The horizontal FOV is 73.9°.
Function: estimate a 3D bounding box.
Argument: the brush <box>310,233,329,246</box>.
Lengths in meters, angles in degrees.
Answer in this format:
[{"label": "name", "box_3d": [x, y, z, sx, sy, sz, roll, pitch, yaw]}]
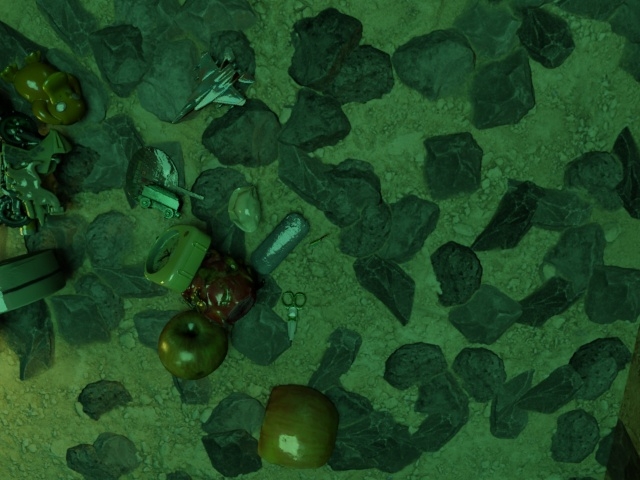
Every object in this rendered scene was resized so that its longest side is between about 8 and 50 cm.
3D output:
[{"label": "brush", "box_3d": [0.000, 0.000, 1.648, 0.083, 0.019, 0.021, -29, 111, 9]}]

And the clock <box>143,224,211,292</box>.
[{"label": "clock", "box_3d": [-0.548, 0.056, 1.565, 0.096, 0.307, 0.235, 37, 68, -41]}]

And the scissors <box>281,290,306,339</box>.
[{"label": "scissors", "box_3d": [-0.115, 0.307, 1.724, 0.100, 0.027, 0.205, 7, 102, 2]}]

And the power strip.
[{"label": "power strip", "box_3d": [-1.147, 0.161, 1.560, 0.356, 0.357, 0.162, -13, 102, 5]}]

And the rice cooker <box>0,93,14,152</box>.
[{"label": "rice cooker", "box_3d": [-1.246, -0.424, 1.476, 0.316, 0.265, 0.317, 3, 137, 2]}]

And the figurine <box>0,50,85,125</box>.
[{"label": "figurine", "box_3d": [-0.952, -0.523, 1.493, 0.228, 0.215, 0.215, 27, 104, 11]}]

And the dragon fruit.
[{"label": "dragon fruit", "box_3d": [-0.383, 0.164, 1.598, 0.291, 0.250, 0.269, 41, 79, 21]}]

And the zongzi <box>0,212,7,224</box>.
[{"label": "zongzi", "box_3d": [-1.407, -0.071, 1.597, 0.286, 0.138, 0.300, 34, 82, -5]}]

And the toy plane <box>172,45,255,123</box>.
[{"label": "toy plane", "box_3d": [-0.396, -0.519, 1.497, 0.326, 0.104, 0.223, -37, 99, 14]}]

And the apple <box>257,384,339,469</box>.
[{"label": "apple", "box_3d": [-0.084, 0.780, 1.765, 0.308, 0.314, 0.252, 9, 147, 6]}]

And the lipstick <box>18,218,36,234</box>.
[{"label": "lipstick", "box_3d": [-1.141, -0.155, 1.637, 0.059, 0.059, 0.264, 3, 104, 2]}]

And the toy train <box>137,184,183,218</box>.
[{"label": "toy train", "box_3d": [-0.600, -0.146, 1.604, 0.171, 0.070, 0.100, 25, 96, -4]}]

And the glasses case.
[{"label": "glasses case", "box_3d": [-0.158, 0.013, 1.634, 0.109, 0.067, 0.282, 42, 103, -5]}]

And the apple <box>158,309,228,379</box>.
[{"label": "apple", "box_3d": [-0.491, 0.414, 1.656, 0.264, 0.264, 0.265, 1, 104, 2]}]

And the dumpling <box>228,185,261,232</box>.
[{"label": "dumpling", "box_3d": [-0.292, -0.113, 1.594, 0.133, 0.100, 0.170, -9, 102, 19]}]

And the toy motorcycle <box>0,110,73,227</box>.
[{"label": "toy motorcycle", "box_3d": [-1.036, -0.245, 1.534, 0.236, 0.168, 0.411, 2, 105, -37]}]

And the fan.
[{"label": "fan", "box_3d": [-0.620, -0.204, 1.627, 0.223, 0.012, 0.294, -38, 100, 11]}]
